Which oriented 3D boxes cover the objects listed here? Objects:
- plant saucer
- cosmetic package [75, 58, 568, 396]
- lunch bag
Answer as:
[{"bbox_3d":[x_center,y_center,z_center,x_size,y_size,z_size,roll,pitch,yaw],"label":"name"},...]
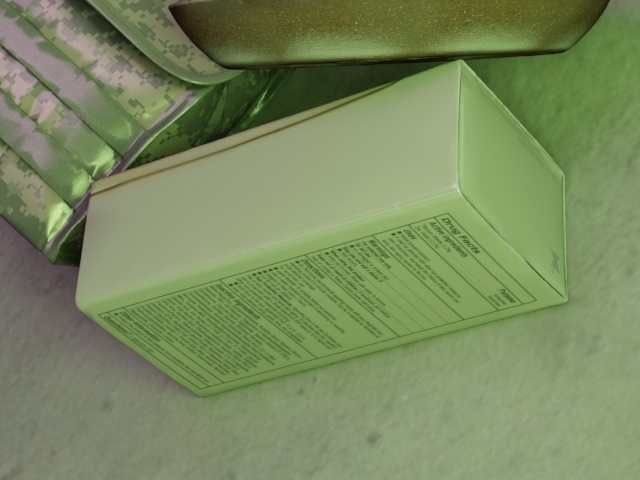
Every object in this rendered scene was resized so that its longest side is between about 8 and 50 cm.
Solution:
[{"bbox_3d":[0.050,-0.148,1.332,0.310,0.310,0.050,0,96,38],"label":"plant saucer"},{"bbox_3d":[0.000,0.000,1.333,0.309,0.160,0.113,-17,52,27],"label":"cosmetic package"},{"bbox_3d":[-0.174,-0.148,1.509,0.235,0.169,0.287,42,90,14],"label":"lunch bag"}]
